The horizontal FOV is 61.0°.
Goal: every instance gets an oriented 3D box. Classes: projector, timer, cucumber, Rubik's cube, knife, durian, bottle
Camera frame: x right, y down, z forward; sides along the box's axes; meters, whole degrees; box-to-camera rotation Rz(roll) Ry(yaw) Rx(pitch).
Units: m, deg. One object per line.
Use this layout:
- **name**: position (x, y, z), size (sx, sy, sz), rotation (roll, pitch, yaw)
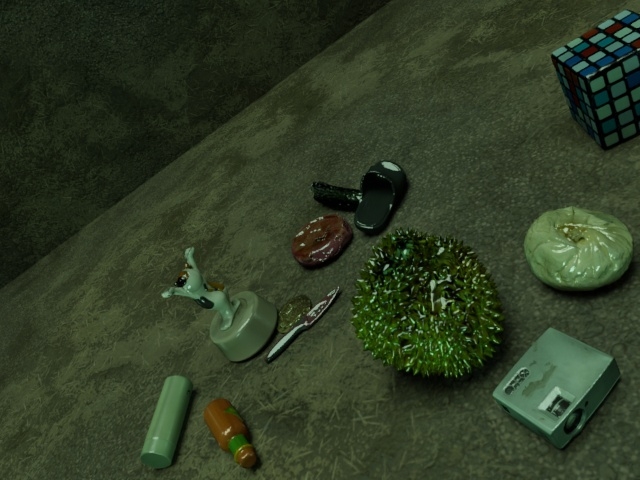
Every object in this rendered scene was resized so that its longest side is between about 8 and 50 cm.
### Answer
- **projector**: position (0.353, 0.218, 0.813), size (0.147, 0.061, 0.115), rotation (-45, 31, -11)
- **timer**: position (-0.250, 0.148, 1.308), size (0.175, 0.266, 0.175), rotation (-29, 32, 21)
- **cucumber**: position (0.055, -0.124, 1.558), size (0.067, 0.067, 0.245), rotation (-48, 33, -16)
- **Rubik's cube**: position (0.626, -0.341, 1.144), size (0.184, 0.187, 0.182), rotation (-26, 33, 16)
- **knife**: position (-0.040, 0.197, 1.276), size (0.247, 0.018, 0.035), rotation (-44, 46, -7)
- **durian**: position (0.181, 0.118, 0.985), size (0.290, 0.225, 0.291), rotation (-1, 61, 2)
- **bottle**: position (-0.354, 0.416, 1.262), size (0.072, 0.072, 0.202), rotation (-24, 35, 22)
- **bottle**: position (-0.181, 0.399, 1.117), size (0.069, 0.069, 0.187), rotation (-44, 33, -10)

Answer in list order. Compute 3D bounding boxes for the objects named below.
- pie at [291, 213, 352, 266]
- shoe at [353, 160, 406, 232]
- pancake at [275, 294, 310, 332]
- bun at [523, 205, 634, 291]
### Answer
- **pie**: position (0.000, 0.000, 1.466), size (0.182, 0.050, 0.182), rotation (-22, 34, 16)
- **shoe**: position (0.154, -0.134, 1.415), size (0.108, 0.093, 0.241), rotation (11, 57, 20)
- **pancake**: position (-0.069, 0.179, 1.337), size (0.114, 0.011, 0.115), rotation (-26, 33, 19)
- **bun**: position (0.443, 0.006, 0.949), size (0.164, 0.111, 0.188), rotation (-31, 29, 6)
